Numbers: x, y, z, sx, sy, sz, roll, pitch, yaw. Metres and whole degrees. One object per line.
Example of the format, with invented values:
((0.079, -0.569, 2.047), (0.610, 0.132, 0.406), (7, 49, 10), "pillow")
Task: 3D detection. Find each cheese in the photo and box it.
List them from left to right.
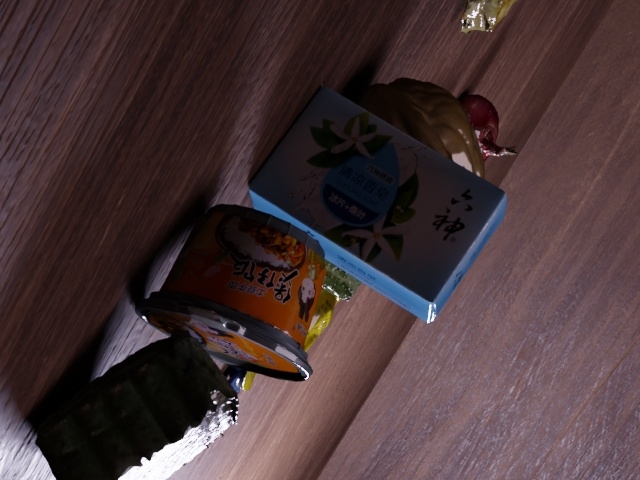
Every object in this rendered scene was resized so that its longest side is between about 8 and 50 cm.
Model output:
((-0.060, 0.144, 1.756), (0.250, 0.064, 0.156), (-43, 164, -20), "cheese")

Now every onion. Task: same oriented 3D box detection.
((0.278, -0.170, 2.149), (0.150, 0.140, 0.150), (-47, 148, -41), "onion")

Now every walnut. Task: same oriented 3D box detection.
((0.097, -0.076, 1.469), (0.198, 0.198, 0.245), (-49, 136, -38), "walnut")

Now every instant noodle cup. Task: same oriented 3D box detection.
((-0.070, 0.044, 1.184), (0.208, 0.178, 0.125), (133, -20, -74), "instant noodle cup")

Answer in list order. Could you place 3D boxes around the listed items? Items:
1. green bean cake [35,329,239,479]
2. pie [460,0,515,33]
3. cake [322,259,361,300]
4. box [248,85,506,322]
((-0.172, 0.174, 1.167), (0.181, 0.094, 0.173), (-34, 167, -13), "green bean cake")
((0.285, -0.399, 1.726), (0.282, 0.068, 0.128), (-57, 171, -23), "pie")
((0.008, 0.003, 1.559), (0.100, 0.099, 0.235), (-58, 168, -4), "cake")
((0.059, -0.039, 1.305), (0.142, 0.232, 0.083), (-54, 165, -14), "box")
